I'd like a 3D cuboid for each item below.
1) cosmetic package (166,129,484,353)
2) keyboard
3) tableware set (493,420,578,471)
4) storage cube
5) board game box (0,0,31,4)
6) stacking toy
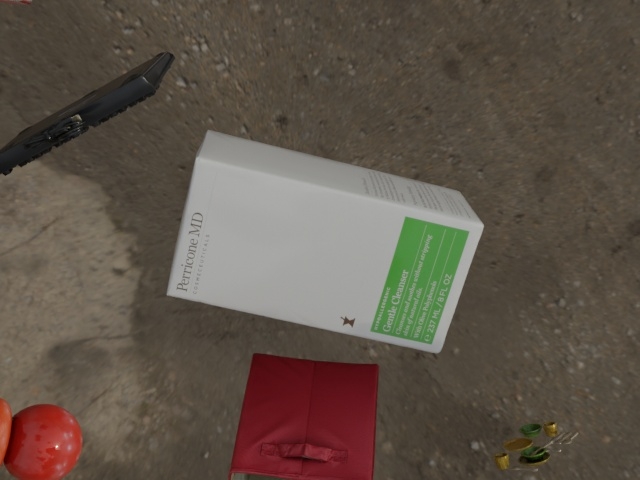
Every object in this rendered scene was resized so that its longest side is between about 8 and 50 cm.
[{"bbox_3d":[0.000,0.000,1.103,0.366,0.155,0.196,11,110,-8],"label":"cosmetic package"},{"bbox_3d":[-0.210,-0.102,0.716,0.180,0.108,0.023,-24,113,21],"label":"keyboard"},{"bbox_3d":[0.320,0.312,1.286,0.154,0.104,0.024,-19,96,-46],"label":"tableware set"},{"bbox_3d":[-0.019,0.293,1.152,0.184,0.193,0.215,4,135,3],"label":"storage cube"},{"bbox_3d":[-0.235,-0.129,0.284,0.193,0.305,0.053,7,101,-4],"label":"board game box"},{"bbox_3d":[-0.419,0.201,0.886,0.330,0.141,0.141,15,91,-29],"label":"stacking toy"}]
